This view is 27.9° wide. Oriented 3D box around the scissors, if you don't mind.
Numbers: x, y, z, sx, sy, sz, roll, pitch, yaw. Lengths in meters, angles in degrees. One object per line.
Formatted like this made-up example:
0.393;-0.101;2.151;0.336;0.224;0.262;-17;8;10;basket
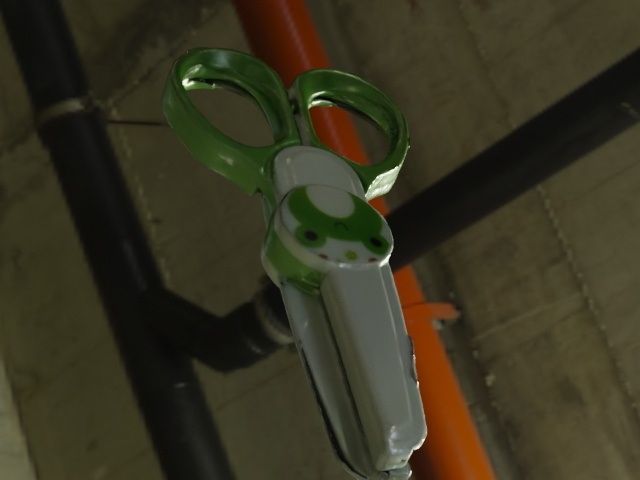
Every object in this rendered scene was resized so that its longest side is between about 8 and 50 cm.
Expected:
0.000;0.000;0.459;0.204;0.101;0.027;-105;-151;-45;scissors
